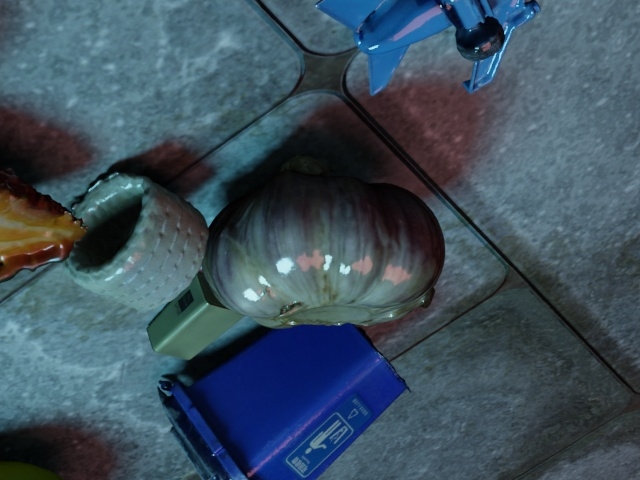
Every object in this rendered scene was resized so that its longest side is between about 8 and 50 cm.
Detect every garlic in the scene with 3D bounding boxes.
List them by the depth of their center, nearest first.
[{"bbox_3d":[0.000,0.000,1.308,0.244,0.161,0.245,-7,165,-2],"label":"garlic"}]

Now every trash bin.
[{"bbox_3d":[-0.129,0.082,1.424,0.061,0.043,0.092,17,128,-44],"label":"trash bin"},{"bbox_3d":[-0.040,0.174,1.508,0.234,0.184,0.162,-40,148,-2],"label":"trash bin"}]

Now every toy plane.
[{"bbox_3d":[0.136,-0.228,1.142,0.271,0.105,0.254,-27,139,9],"label":"toy plane"}]

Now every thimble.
[{"bbox_3d":[-0.169,0.001,1.247,0.090,0.102,0.115,30,88,-49],"label":"thimble"}]

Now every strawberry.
[{"bbox_3d":[-0.304,-0.022,1.146,0.192,0.085,0.140,-22,143,-7],"label":"strawberry"}]

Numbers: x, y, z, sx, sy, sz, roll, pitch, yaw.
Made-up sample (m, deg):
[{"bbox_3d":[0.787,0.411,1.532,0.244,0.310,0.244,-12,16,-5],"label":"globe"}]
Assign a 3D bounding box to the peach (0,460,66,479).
[{"bbox_3d":[-0.354,0.345,1.478,0.231,0.231,0.231,-17,144,-12],"label":"peach"}]
